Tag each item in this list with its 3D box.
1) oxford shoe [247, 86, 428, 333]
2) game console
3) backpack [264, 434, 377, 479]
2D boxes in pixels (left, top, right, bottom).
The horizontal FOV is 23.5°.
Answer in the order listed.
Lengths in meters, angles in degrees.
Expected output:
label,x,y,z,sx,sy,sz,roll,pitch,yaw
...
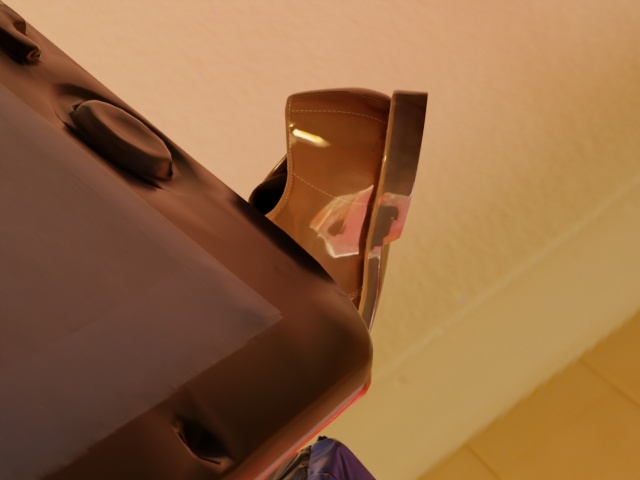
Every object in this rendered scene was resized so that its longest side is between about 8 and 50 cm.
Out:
label,x,y,z,sx,sy,sz,roll,pitch,yaw
oxford shoe,0.000,0.000,0.765,0.076,0.076,0.212,9,-43,-1
game console,-0.156,-0.035,0.405,0.342,0.386,0.060,44,-74,7
backpack,-0.020,0.179,0.824,0.120,0.101,0.098,-33,-77,20
